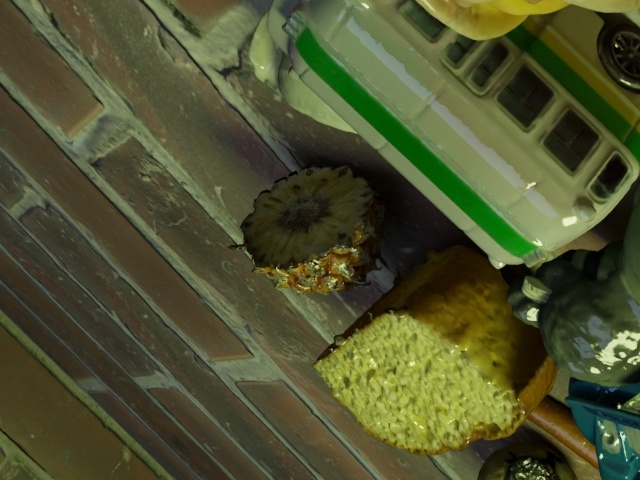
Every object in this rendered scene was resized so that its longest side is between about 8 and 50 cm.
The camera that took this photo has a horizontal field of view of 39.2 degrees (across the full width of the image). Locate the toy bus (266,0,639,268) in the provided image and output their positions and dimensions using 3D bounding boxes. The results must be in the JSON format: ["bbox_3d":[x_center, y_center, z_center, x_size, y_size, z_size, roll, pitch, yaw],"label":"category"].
[{"bbox_3d":[0.105,-0.133,0.686,0.305,0.179,0.143,43,152,-5],"label":"toy bus"}]

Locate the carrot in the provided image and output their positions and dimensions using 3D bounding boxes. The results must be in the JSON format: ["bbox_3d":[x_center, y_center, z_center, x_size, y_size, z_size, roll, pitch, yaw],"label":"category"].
[{"bbox_3d":[0.273,0.212,1.115,0.248,0.043,0.043,33,151,17],"label":"carrot"}]

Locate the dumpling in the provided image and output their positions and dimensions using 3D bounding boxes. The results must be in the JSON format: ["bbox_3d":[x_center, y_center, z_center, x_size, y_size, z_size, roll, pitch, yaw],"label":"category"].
[{"bbox_3d":[0.025,-0.175,0.838,0.169,0.100,0.134,40,119,39],"label":"dumpling"}]

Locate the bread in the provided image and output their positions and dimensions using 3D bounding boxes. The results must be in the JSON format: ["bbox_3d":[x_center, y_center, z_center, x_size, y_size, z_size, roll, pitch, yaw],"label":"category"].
[{"bbox_3d":[0.139,0.112,0.996,0.194,0.179,0.340,43,154,0],"label":"bread"}]

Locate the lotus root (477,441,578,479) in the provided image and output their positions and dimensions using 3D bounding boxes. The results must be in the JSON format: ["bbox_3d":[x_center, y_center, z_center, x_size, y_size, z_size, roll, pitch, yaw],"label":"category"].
[{"bbox_3d":[0.277,0.350,1.217,0.138,0.138,0.214,30,151,18],"label":"lotus root"}]

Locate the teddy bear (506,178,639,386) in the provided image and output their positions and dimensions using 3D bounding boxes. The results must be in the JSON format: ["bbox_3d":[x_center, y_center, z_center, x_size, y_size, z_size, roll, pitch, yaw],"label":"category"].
[{"bbox_3d":[0.297,0.017,0.735,0.171,0.144,0.251,14,143,-25],"label":"teddy bear"}]

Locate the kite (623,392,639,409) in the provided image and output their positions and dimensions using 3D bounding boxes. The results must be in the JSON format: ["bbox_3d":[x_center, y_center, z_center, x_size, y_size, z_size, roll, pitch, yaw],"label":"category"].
[{"bbox_3d":[0.376,0.101,0.711,0.267,0.013,0.323,-17,136,18],"label":"kite"}]

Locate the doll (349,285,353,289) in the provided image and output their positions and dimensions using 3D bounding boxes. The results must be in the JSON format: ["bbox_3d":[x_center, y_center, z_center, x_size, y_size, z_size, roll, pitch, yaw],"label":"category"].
[{"bbox_3d":[0.000,0.000,1.135,0.143,0.057,0.099,58,163,-19],"label":"doll"}]

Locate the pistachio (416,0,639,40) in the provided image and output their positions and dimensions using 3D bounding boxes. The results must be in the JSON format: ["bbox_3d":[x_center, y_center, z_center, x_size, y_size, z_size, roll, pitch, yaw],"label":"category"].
[{"bbox_3d":[0.080,-0.258,0.496,0.230,0.230,0.309,0,134,51],"label":"pistachio"}]

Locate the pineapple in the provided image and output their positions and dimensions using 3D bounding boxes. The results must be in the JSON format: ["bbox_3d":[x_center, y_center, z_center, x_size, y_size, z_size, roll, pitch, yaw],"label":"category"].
[{"bbox_3d":[0.006,0.012,1.034,0.176,0.161,0.137,-6,136,27],"label":"pineapple"}]

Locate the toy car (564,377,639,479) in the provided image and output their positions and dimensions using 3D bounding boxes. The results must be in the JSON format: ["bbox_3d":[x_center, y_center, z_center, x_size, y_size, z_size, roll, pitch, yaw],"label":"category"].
[{"bbox_3d":[0.365,0.230,0.908,0.198,0.166,0.314,12,142,47],"label":"toy car"}]
